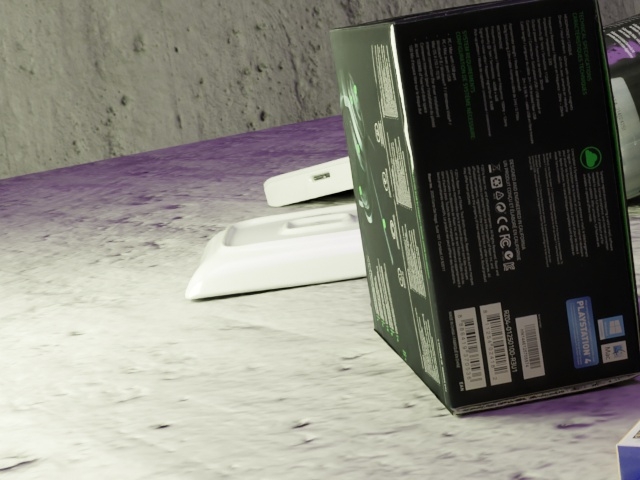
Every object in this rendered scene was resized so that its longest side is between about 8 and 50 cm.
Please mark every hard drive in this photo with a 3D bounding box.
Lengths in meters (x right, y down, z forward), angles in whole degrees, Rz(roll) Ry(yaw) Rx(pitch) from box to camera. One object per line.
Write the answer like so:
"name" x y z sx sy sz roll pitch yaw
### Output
"hard drive" 0.122 -0.120 1.988 0.353 0.047 0.233 -17 3 -44

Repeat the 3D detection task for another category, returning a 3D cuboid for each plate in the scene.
"plate" 0.000 0.000 1.448 0.277 0.045 0.278 -9 8 1

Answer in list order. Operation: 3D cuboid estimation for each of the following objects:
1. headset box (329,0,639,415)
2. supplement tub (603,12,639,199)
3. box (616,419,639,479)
"headset box" 0.101 -0.039 0.959 0.131 0.246 0.283 -10 8 -7
"supplement tub" 0.408 -0.171 1.542 0.316 0.193 0.193 -20 11 -11
"box" 0.205 0.099 0.691 0.081 0.028 0.136 -3 9 31
